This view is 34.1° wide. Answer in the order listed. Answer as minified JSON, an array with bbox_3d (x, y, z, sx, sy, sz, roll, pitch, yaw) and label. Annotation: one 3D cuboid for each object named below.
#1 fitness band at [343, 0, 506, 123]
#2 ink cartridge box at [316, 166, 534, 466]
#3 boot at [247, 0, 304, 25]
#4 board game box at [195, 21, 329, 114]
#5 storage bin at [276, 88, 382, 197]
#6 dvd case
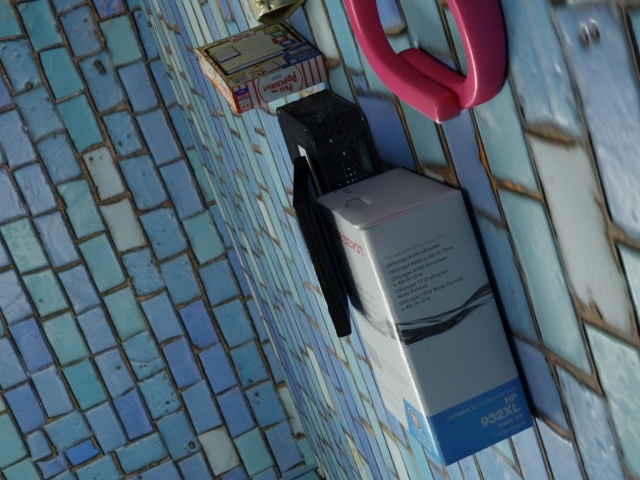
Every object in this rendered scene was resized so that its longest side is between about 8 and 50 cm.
[{"bbox_3d":[0.090,-0.234,1.013,0.291,0.054,0.209,-132,24,-58],"label":"fitness band"},{"bbox_3d":[0.121,0.083,1.278,0.223,0.129,0.307,-142,31,-72],"label":"ink cartridge box"},{"bbox_3d":[-0.086,-0.408,1.386,0.262,0.095,0.203,129,118,-80],"label":"boot"},{"bbox_3d":[-0.091,-0.266,1.568,0.193,0.147,0.045,-127,18,-55],"label":"board game box"},{"bbox_3d":[0.011,-0.136,1.505,0.180,0.084,0.122,-133,23,-64],"label":"storage bin"},{"bbox_3d":[0.000,0.000,1.370,0.253,0.022,0.180,-93,-16,-73],"label":"dvd case"}]
